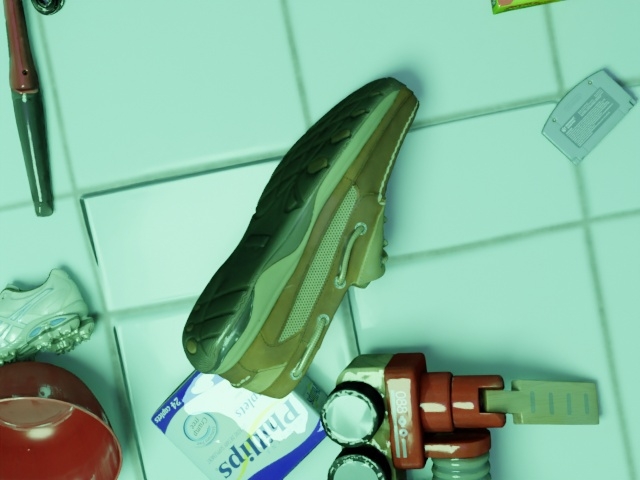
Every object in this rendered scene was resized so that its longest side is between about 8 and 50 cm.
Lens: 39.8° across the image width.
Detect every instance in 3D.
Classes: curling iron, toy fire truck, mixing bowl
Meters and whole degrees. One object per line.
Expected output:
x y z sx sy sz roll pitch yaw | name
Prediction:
-0.285 -0.160 0.887 0.068 0.035 0.274 2 95 5 | curling iron
0.144 0.212 0.847 0.246 0.158 0.217 -5 95 15 | toy fire truck
-0.289 0.186 0.874 0.181 0.098 0.181 -7 127 -9 | mixing bowl

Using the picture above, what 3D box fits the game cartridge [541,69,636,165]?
0.257 -0.121 0.858 0.056 0.017 0.083 43 97 -4 | game cartridge

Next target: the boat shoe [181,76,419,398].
0.000 0.000 0.832 0.120 0.122 0.324 37 79 -23 | boat shoe

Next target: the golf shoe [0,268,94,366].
-0.320 0.091 0.911 0.176 0.069 0.086 -23 72 5 | golf shoe

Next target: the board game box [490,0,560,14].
0.195 -0.314 0.830 0.092 0.043 0.181 -10 95 6 | board game box

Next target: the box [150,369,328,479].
-0.073 0.173 0.884 0.137 0.072 0.126 44 98 -1 | box
